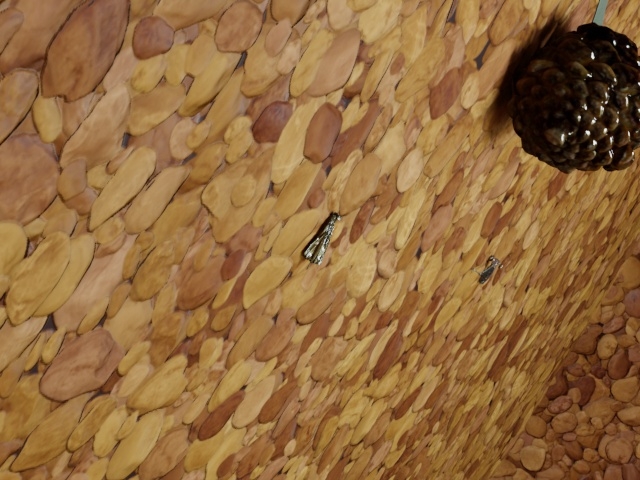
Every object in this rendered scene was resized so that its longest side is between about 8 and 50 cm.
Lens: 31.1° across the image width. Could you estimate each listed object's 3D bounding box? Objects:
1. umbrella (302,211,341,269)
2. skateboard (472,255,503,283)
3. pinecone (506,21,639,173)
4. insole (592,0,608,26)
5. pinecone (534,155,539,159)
[{"bbox_3d":[0.001,0.000,1.473,0.031,0.020,0.083,31,92,-28],"label":"umbrella"},{"bbox_3d":[0.305,0.065,2.167,0.064,0.032,0.083,-57,163,27],"label":"skateboard"},{"bbox_3d":[0.413,-0.217,1.770,0.272,0.224,0.224,-39,152,-46],"label":"pinecone"},{"bbox_3d":[0.473,-0.380,1.950,0.053,0.002,0.152,-40,152,-35],"label":"insole"},{"bbox_3d":[0.398,-0.172,1.987,0.077,0.077,0.083,-31,156,-46],"label":"pinecone"}]
